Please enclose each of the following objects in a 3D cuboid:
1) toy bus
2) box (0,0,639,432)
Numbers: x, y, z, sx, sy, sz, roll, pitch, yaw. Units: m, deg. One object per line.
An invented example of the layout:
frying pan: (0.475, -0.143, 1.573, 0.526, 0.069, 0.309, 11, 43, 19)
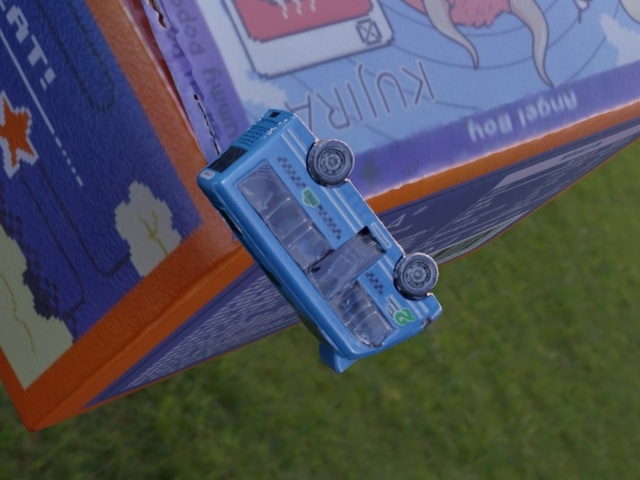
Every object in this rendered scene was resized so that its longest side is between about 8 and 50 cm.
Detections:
toy bus: (0.000, 0.000, 0.524, 0.083, 0.046, 0.038, 53, -9, -16)
box: (-0.030, -0.132, 0.836, 0.348, 0.257, 0.319, -19, 79, -38)
